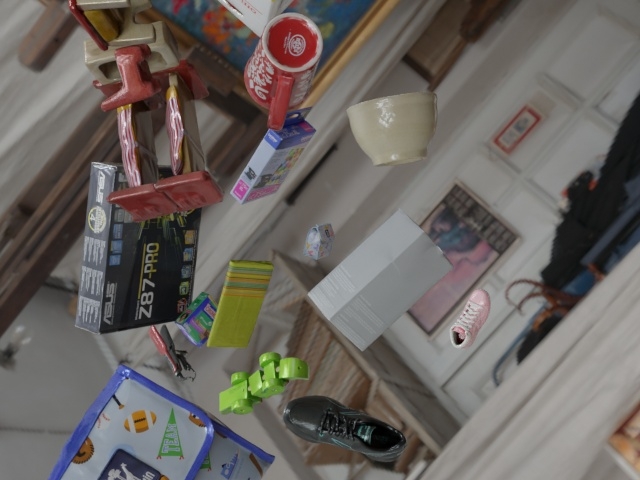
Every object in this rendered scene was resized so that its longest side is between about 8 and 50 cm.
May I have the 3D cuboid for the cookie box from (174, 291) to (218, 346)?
[{"bbox_3d":[-0.304,0.200,2.081,0.040,0.107,0.092,13,145,46],"label":"cookie box"}]

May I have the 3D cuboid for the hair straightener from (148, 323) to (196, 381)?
[{"bbox_3d":[-0.421,0.333,2.414,0.089,0.047,0.230,0,-143,-44],"label":"hair straightener"}]

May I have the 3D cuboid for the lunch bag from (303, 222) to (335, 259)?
[{"bbox_3d":[0.000,0.000,2.053,0.053,0.083,0.071,19,-163,26],"label":"lunch bag"}]

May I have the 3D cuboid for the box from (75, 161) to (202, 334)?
[{"bbox_3d":[-0.431,0.011,1.992,0.097,0.395,0.318,13,-171,33],"label":"box"}]

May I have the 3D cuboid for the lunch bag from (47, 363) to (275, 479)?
[{"bbox_3d":[-0.309,0.441,1.481,0.238,0.328,0.385,14,157,42],"label":"lunch bag"}]

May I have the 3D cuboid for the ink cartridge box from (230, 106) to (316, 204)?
[{"bbox_3d":[-0.127,-0.249,2.407,0.065,0.311,0.185,43,-147,15],"label":"ink cartridge box"}]

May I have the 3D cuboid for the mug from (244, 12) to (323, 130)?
[{"bbox_3d":[-0.048,-0.262,1.270,0.169,0.113,0.150,144,106,-77],"label":"mug"}]

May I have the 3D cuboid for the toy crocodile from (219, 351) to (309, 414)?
[{"bbox_3d":[-0.176,0.431,2.424,0.105,0.340,0.115,28,-141,-39],"label":"toy crocodile"}]

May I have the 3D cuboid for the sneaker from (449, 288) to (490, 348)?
[{"bbox_3d":[0.311,0.167,1.705,0.051,0.134,0.070,26,-167,28],"label":"sneaker"}]

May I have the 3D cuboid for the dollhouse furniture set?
[{"bbox_3d":[-0.262,-0.186,1.118,0.374,0.152,0.201,61,-163,-71],"label":"dollhouse furniture set"}]

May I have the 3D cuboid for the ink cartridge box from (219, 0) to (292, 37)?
[{"bbox_3d":[-0.139,-0.591,1.707,0.207,0.119,0.353,41,165,-1],"label":"ink cartridge box"}]

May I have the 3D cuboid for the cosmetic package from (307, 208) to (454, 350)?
[{"bbox_3d":[0.112,0.073,1.500,0.127,0.238,0.107,48,178,-39],"label":"cosmetic package"}]

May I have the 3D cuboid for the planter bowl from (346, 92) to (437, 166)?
[{"bbox_3d":[0.132,-0.189,1.443,0.162,0.162,0.109,-6,-92,-76],"label":"planter bowl"}]

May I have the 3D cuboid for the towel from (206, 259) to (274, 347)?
[{"bbox_3d":[-0.184,0.145,1.848,0.102,0.237,0.021,6,-150,-24],"label":"towel"}]

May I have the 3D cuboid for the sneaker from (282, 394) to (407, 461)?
[{"bbox_3d":[0.055,0.378,1.678,0.267,0.101,0.106,16,161,-4],"label":"sneaker"}]
